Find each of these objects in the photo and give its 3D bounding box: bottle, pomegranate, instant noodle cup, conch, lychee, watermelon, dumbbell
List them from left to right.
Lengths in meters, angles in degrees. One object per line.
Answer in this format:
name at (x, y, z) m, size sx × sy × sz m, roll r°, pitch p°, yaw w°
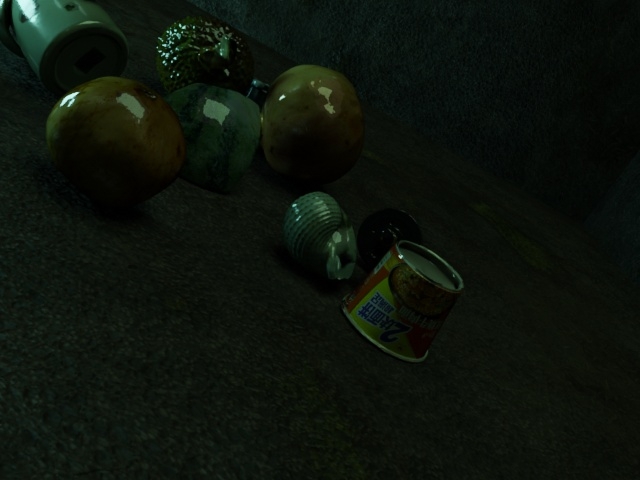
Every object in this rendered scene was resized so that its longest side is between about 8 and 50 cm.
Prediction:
bottle at (-0.613, -0.498, 1.712) m, size 0.352 × 0.229 × 0.229 m, roll 49°, pitch 26°, yaw 23°
pomegranate at (-0.364, -0.175, 1.353) m, size 0.248 × 0.248 × 0.248 m, roll 28°, pitch 21°, yaw -11°
lychee at (-0.311, -0.474, 2.045) m, size 0.269 × 0.270 × 0.320 m, roll 19°, pitch 27°, yaw -32°
watermelon at (-0.260, -0.242, 1.718) m, size 0.256 × 0.260 × 0.176 m, roll 46°, pitch 4°, yaw -10°
pomegranate at (-0.041, -0.303, 2.010) m, size 0.338 × 0.338 × 0.338 m, roll 28°, pitch 21°, yaw -11°
conch at (-0.010, -0.001, 1.583) m, size 0.172 × 0.131 × 0.200 m, roll 47°, pitch 41°, yaw -59°
dumbbell at (0.159, 0.012, 1.700) m, size 0.143 × 0.143 × 0.325 m, roll 36°, pitch -2°, yaw 12°
instant noodle cup at (0.174, 0.112, 1.522) m, size 0.213 × 0.174 × 0.213 m, roll 28°, pitch 21°, yaw -12°

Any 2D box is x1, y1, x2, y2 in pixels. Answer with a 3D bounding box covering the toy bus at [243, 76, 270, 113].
toy bus at (-0.283, -0.485, 2.332) m, size 0.265 × 0.121 × 0.120 m, roll 23°, pitch 13°, yaw -22°
